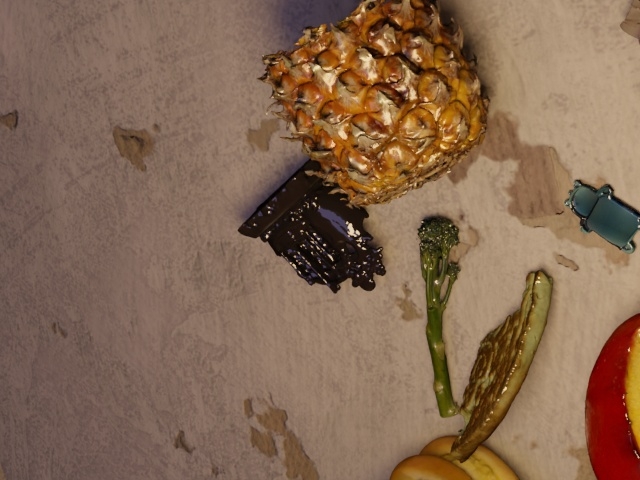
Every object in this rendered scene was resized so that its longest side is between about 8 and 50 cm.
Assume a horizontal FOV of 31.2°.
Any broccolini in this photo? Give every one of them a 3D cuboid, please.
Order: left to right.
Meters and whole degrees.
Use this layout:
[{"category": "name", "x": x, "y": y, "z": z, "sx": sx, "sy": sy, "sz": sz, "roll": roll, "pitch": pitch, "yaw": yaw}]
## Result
[{"category": "broccolini", "x": 0.228, "y": 0.142, "z": 2.069, "sx": 0.074, "sy": 0.079, "sz": 0.392, "roll": 1, "pitch": 116, "yaw": 24}]

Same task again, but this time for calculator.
[{"category": "calculator", "x": 0.458, "y": -0.041, "z": 1.850, "sx": 0.141, "sy": 0.019, "sz": 0.094, "roll": 37, "pitch": 124, "yaw": 20}]

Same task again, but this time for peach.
[{"category": "peach", "x": 0.544, "y": 0.257, "z": 1.756, "sx": 0.281, "sy": 0.281, "sz": 0.338, "roll": 20, "pitch": 118, "yaw": 28}]

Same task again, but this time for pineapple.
[{"category": "pineapple", "x": 0.090, "y": -0.220, "z": 1.829, "sx": 0.352, "sy": 0.352, "sz": 0.300, "roll": -30, "pitch": 83, "yaw": 39}]

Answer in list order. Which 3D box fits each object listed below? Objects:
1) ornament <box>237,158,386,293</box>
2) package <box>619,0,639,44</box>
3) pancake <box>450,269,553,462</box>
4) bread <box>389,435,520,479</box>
[{"category": "ornament", "x": 0.000, "y": 0.000, "z": 2.145, "sx": 0.260, "sy": 0.106, "sz": 0.251, "roll": 50, "pitch": 135, "yaw": -2}, {"category": "package", "x": 0.538, "y": -0.260, "z": 1.602, "sx": 0.251, "sy": 0.204, "sz": 0.062, "roll": 35, "pitch": 92, "yaw": 9}, {"category": "pancake", "x": 0.309, "y": 0.223, "z": 1.972, "sx": 0.054, "sy": 0.197, "sz": 0.376, "roll": 21, "pitch": 110, "yaw": -13}, {"category": "bread", "x": 0.234, "y": 0.492, "z": 2.054, "sx": 0.316, "sy": 0.270, "sz": 0.211, "roll": 35, "pitch": 165, "yaw": 47}]
